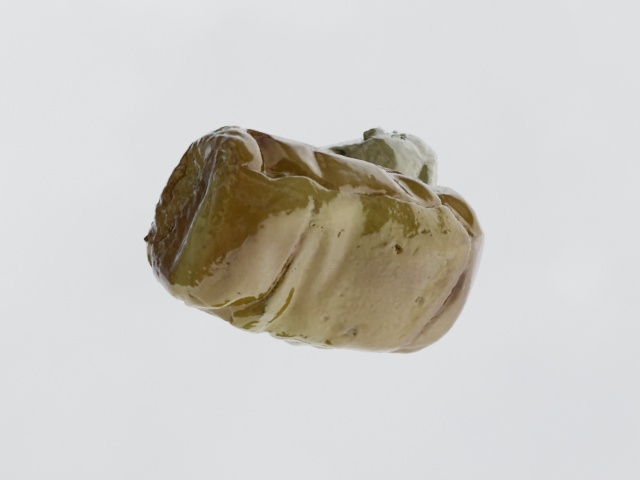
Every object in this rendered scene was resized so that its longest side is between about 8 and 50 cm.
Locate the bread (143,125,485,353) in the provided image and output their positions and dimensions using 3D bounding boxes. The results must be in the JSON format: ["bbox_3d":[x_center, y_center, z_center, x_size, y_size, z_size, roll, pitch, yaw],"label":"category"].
[{"bbox_3d":[0.000,0.000,1.642,0.167,0.294,0.132,-59,-140,22],"label":"bread"}]

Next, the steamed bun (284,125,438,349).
[{"bbox_3d":[-0.004,0.008,2.128,0.325,0.230,0.372,-13,180,-3],"label":"steamed bun"}]
